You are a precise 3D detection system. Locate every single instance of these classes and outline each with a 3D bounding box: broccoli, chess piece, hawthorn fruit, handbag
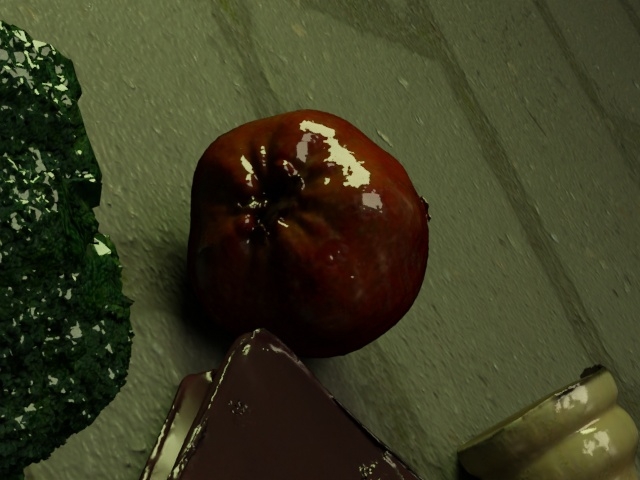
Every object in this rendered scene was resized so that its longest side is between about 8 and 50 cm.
[{"bbox_3d":[-0.217,0.006,0.721,0.254,0.269,0.269,41,29,-27],"label":"broccoli"},{"bbox_3d":[0.232,0.244,1.148,0.143,0.143,0.261,-14,72,-59],"label":"chess piece"},{"bbox_3d":[0.000,0.000,1.069,0.202,0.185,0.185,31,30,-58],"label":"hawthorn fruit"},{"bbox_3d":[-0.021,0.185,0.917,0.203,0.074,0.216,42,31,-14],"label":"handbag"}]
